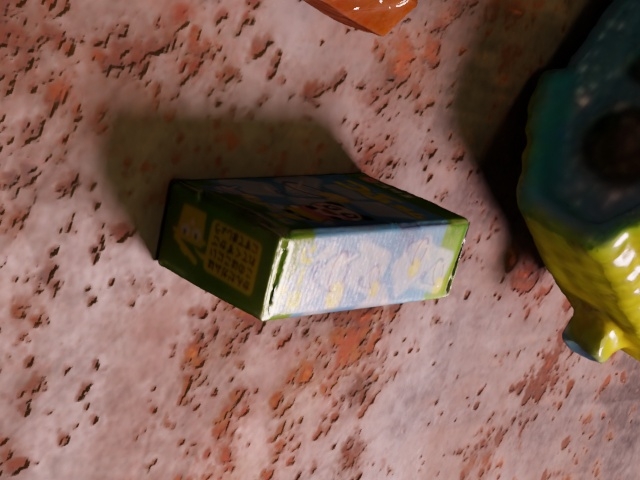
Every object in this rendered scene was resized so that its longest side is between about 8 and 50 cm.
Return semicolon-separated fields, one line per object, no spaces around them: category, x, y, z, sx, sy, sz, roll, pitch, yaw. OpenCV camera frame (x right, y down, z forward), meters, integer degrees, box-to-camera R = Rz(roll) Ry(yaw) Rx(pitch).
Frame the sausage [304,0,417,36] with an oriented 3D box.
sausage;-0.006;-0.173;0.838;0.169;0.065;0.065;25;91;-54

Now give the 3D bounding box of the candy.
candy;0.000;0.000;0.925;0.194;0.097;0.062;-5;114;-50

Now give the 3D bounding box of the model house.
model house;0.290;-0.049;1.173;0.303;0.215;0.237;-52;144;-9
